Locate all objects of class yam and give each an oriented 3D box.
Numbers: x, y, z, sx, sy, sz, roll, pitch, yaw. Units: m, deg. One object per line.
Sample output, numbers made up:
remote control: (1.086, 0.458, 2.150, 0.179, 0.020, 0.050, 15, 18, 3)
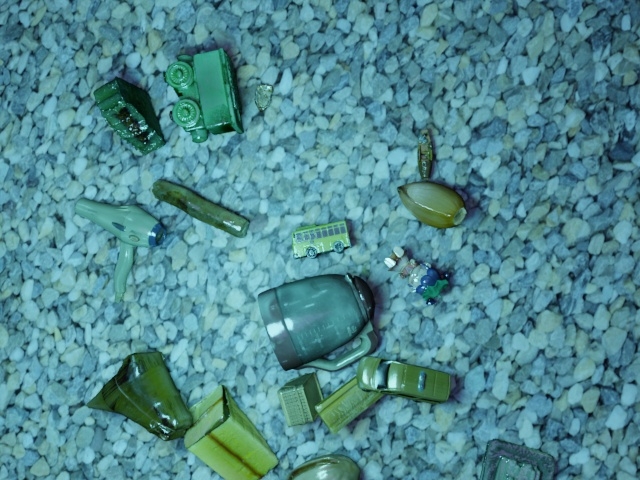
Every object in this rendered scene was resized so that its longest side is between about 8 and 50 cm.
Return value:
yam: (-0.363, -0.098, 1.866, 0.317, 0.067, 0.071, 25, 63, 6)

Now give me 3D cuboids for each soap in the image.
soap: (0.104, 0.445, 1.770, 0.252, 0.037, 0.092, -31, 85, -23)

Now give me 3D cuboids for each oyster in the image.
oyster: (-0.174, -0.433, 1.880, 0.054, 0.019, 0.083, 9, 88, 4)

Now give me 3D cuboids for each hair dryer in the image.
hair dryer: (-0.647, -0.006, 1.888, 0.296, 0.119, 0.298, 40, 105, 11)

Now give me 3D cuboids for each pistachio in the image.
pistachio: (0.008, 0.691, 1.785, 0.223, 0.126, 0.152, -13, 123, 6)

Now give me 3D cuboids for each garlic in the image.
garlic: (0.316, -0.102, 1.783, 0.206, 0.128, 0.115, 22, 134, 8)

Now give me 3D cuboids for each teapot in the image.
teapot: (0.016, 0.244, 1.764, 0.312, 0.233, 0.315, -20, 116, 0)

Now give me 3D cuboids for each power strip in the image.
power strip: (0.559, 0.695, 1.760, 0.198, 0.064, 0.213, 12, 91, 8)

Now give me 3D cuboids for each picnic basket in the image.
picnic basket: (-0.054, 0.457, 1.777, 0.079, 0.164, 0.115, -17, 88, 14)

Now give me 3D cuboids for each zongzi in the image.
zongzi: (-0.545, 0.513, 1.827, 0.300, 0.145, 0.274, -41, 67, 13)

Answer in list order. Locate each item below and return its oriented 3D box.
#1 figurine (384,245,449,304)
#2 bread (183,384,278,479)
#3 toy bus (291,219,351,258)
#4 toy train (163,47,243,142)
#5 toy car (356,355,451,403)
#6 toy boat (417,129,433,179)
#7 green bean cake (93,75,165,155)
figurine: (0.281, 0.093, 1.787, 0.195, 0.102, 0.111, 41, 96, 8)
bread: (-0.271, 0.594, 1.856, 0.167, 0.163, 0.264, -37, 117, 2)
toy bus: (0.000, 0.000, 1.820, 0.174, 0.088, 0.101, -12, 86, 3)
toy train: (-0.346, -0.428, 1.834, 0.201, 0.145, 0.266, -10, 88, 2)
toy car: (0.235, 0.392, 1.739, 0.256, 0.124, 0.101, 15, 72, -14)
toy boat: (0.308, -0.251, 1.814, 0.047, 0.049, 0.149, -1, 88, 6)
green bean cake: (-0.565, -0.363, 1.824, 0.107, 0.208, 0.194, -21, 85, 8)
